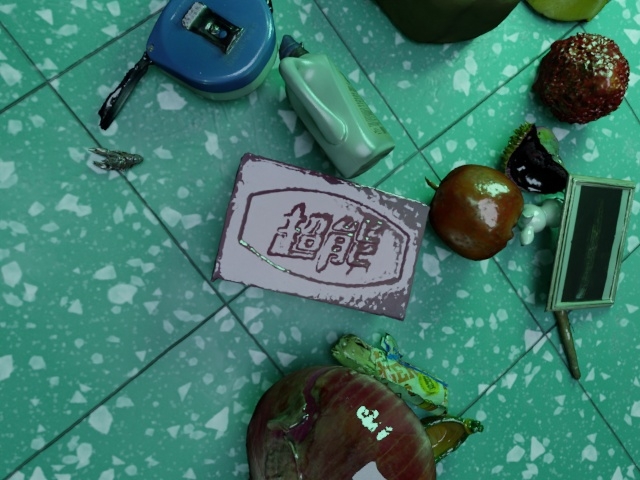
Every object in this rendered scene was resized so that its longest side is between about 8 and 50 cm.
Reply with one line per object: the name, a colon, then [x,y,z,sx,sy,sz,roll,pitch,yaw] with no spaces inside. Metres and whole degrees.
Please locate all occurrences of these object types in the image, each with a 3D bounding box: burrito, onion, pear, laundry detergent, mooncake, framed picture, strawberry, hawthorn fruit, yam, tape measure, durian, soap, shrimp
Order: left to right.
shrimp: [-0.363,-0.141,0.878,0.092,0.029,0.038,10,96,-8]
tape measure: [-0.221,-0.302,0.861,0.215,0.098,0.351,32,86,5]
soap: [0.000,0.000,0.919,0.359,0.128,0.233,14,87,-12]
laundry detergent: [0.009,-0.247,0.878,0.105,0.215,0.280,-36,90,22]
onion: [0.016,0.385,0.832,0.353,0.353,0.354,0,90,-14]
burrito: [0.149,0.252,0.985,0.288,0.054,0.104,29,55,-15]
mooncake: [0.260,-0.583,0.937,0.378,0.201,0.379,0,91,-11]
hawthorn fruit: [0.286,-0.065,0.970,0.200,0.179,0.179,30,83,1]
durian: [0.449,-0.181,1.059,0.186,0.119,0.108,40,43,-23]
yam: [0.547,0.200,1.105,0.029,0.027,0.234,-15,95,22]
pear: [0.546,-0.598,1.028,0.266,0.178,0.267,-1,94,-11]
strawberry: [0.550,-0.333,1.022,0.184,0.201,0.187,12,107,4]
framed picture: [0.588,0.010,1.070,0.231,0.018,0.293,0,101,-28]

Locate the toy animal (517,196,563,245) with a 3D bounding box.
toy animal: [0.467,-0.044,1.063,0.124,0.085,0.071,-14,111,-8]

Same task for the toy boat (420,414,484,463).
toy boat: [0.217,0.414,0.993,0.229,0.088,0.089,-25,97,-13]
